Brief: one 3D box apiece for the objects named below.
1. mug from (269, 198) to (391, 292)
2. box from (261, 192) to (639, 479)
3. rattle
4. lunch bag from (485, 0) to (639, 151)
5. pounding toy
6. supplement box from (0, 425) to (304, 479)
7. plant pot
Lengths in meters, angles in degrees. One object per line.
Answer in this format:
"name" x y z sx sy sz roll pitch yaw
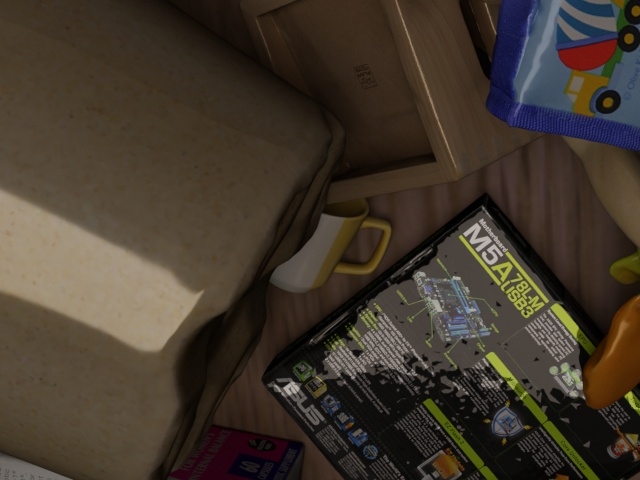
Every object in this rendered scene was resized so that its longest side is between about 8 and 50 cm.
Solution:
"mug" -0.003 0.000 0.787 0.078 0.062 0.064 26 115 11
"box" 0.091 0.100 0.802 0.184 0.045 0.191 -40 93 15
"rattle" 0.153 -0.029 0.740 0.200 0.130 0.143 46 141 8
"lunch bag" 0.194 -0.151 0.594 0.293 0.138 0.221 4 109 -32
"pounding toy" 0.058 -0.128 0.677 0.206 0.094 0.181 -8 106 53
"supplement box" -0.132 0.180 0.829 0.220 0.111 0.114 9 105 8
"plant pot" -0.166 -0.031 0.666 0.305 0.334 0.334 27 107 3
